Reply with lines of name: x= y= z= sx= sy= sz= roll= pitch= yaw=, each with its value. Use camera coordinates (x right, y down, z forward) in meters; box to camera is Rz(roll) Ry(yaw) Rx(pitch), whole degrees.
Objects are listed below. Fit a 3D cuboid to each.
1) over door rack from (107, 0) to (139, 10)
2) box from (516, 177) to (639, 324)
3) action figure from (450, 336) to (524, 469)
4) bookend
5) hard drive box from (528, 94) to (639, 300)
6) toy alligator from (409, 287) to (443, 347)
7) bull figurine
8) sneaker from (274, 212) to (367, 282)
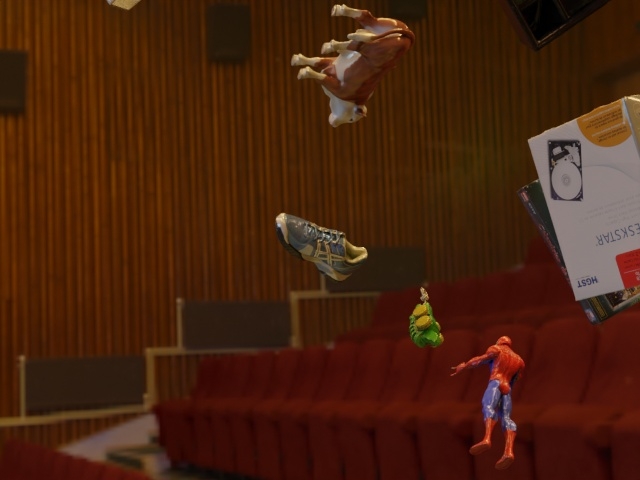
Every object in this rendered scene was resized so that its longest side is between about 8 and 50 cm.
over door rack: x=-0.180 y=-0.427 z=1.161 sx=0.324 sy=0.239 sz=0.108 roll=-35 pitch=-5 yaw=25
box: x=0.422 y=-0.013 z=1.673 sx=0.159 sy=0.233 sz=0.044 roll=-28 pitch=-5 yaw=-6
action figure: x=0.310 y=0.302 z=2.089 sx=0.091 sy=0.280 sz=0.139 roll=33 pitch=-44 yaw=-16
bookend: x=0.365 y=-0.417 z=1.803 sx=0.157 sy=0.156 sz=0.072 roll=-34 pitch=25 yaw=3
hard drive box: x=0.393 y=-0.055 z=1.459 sx=0.089 sy=0.232 sz=0.181 roll=-13 pitch=-7 yaw=-35
toy alligator: x=0.186 y=0.150 z=2.066 sx=0.051 sy=0.056 sz=0.189 roll=-31 pitch=25 yaw=11
bull figurine: x=0.059 y=-0.343 z=2.211 sx=0.188 sy=0.101 sz=0.310 roll=12 pitch=-34 yaw=-24
sneaker: x=0.000 y=0.000 z=2.049 sx=0.081 sy=0.080 sz=0.211 roll=-30 pitch=-42 yaw=31
